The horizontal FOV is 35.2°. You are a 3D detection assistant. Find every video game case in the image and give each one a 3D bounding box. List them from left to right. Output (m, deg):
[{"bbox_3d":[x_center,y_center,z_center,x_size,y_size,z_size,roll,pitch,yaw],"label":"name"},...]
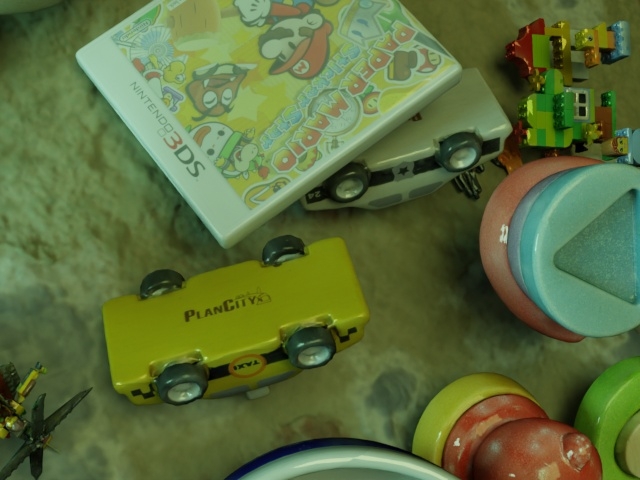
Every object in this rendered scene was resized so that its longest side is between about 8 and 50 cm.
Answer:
[{"bbox_3d":[-0.042,-0.135,0.781,0.227,0.026,0.206,-36,70,-10],"label":"video game case"}]

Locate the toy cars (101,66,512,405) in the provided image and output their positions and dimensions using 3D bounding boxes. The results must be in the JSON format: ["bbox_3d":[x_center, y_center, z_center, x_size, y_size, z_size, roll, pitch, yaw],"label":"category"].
[{"bbox_3d":[0.000,0.000,0.792,0.176,0.087,0.394,25,59,26],"label":"toy cars"}]

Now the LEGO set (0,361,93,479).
[{"bbox_3d":[-0.266,0.137,0.549,0.192,0.255,0.331,26,51,16],"label":"LEGO set"}]

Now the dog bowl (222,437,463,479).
[{"bbox_3d":[0.016,0.266,0.667,0.264,0.104,0.265,0,85,-5],"label":"dog bowl"}]

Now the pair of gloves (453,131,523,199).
[{"bbox_3d":[0.148,-0.080,0.922,0.083,0.010,0.074,-22,84,-26],"label":"pair of gloves"}]

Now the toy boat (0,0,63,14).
[{"bbox_3d":[-0.255,-0.216,0.656,0.267,0.148,0.318,13,34,-32],"label":"toy boat"}]

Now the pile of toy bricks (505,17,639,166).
[{"bbox_3d":[0.215,-0.103,0.895,0.105,0.118,0.212,0,84,-21],"label":"pile of toy bricks"}]

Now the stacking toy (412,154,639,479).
[{"bbox_3d":[0.243,0.098,0.790,0.279,0.130,0.309,13,92,-23],"label":"stacking toy"}]
